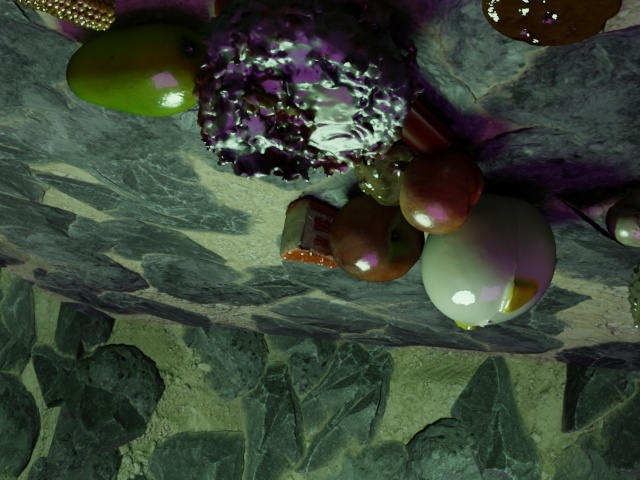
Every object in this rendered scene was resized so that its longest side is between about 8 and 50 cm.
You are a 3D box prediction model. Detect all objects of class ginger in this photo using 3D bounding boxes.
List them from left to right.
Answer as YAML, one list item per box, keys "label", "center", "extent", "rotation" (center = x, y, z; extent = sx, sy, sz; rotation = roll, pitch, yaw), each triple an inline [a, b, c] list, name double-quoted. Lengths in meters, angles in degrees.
- label: "ginger"
  center: [0.156, -0.164, 1.756]
  extent: [0.166, 0.080, 0.333]
  rotation: [-14, 146, 17]

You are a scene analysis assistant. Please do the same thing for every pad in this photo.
- label: "pad"
  center: [0.643, -0.044, 1.768]
  extent: [0.113, 0.006, 0.187]
  rotation: [21, -159, -32]

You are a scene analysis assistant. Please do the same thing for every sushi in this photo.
- label: "sushi"
  center: [-0.021, -0.262, 1.288]
  extent: [0.418, 0.175, 0.417]
  rotation: [3, 143, 2]

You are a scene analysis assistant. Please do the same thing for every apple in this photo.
- label: "apple"
  center: [0.272, -0.110, 1.657]
  extent: [0.164, 0.209, 0.209]
  rotation: [18, 163, 20]

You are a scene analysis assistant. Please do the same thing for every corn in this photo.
- label: "corn"
  center: [-0.495, -0.447, 1.236]
  extent: [0.318, 0.115, 0.115]
  rotation: [18, 158, -23]

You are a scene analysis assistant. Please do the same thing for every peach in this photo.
- label: "peach"
  center: [0.142, -0.002, 1.969]
  extent: [0.253, 0.252, 0.252]
  rotation: [8, 160, 3]

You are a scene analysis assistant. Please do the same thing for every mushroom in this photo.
- label: "mushroom"
  center: [0.740, -0.055, 1.696]
  extent: [0.166, 0.166, 0.127]
  rotation: [-4, 118, 33]

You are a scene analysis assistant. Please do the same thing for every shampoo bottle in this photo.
- label: "shampoo bottle"
  center: [0.167, -0.260, 1.501]
  extent: [0.102, 0.064, 0.260]
  rotation: [-9, 153, 39]

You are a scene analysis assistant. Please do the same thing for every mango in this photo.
- label: "mango"
  center: [-0.356, -0.324, 1.436]
  extent: [0.343, 0.155, 0.192]
  rotation: [1, 150, 30]

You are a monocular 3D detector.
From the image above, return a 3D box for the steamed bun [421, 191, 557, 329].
- label: "steamed bun"
  center: [0.414, 0.049, 1.849]
  extent: [0.334, 0.333, 0.374]
  rotation: [13, 160, -9]

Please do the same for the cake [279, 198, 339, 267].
- label: "cake"
  center: [0.000, 0.000, 2.140]
  extent: [0.262, 0.158, 0.160]
  rotation: [24, 159, -38]

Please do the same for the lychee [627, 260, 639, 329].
- label: "lychee"
  center: [0.962, 0.140, 1.795]
  extent: [0.381, 0.432, 0.380]
  rotation: [-19, 142, -15]

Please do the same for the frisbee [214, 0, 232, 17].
- label: "frisbee"
  center: [-0.097, -0.387, 1.324]
  extent: [0.192, 0.035, 0.192]
  rotation: [9, 159, 3]

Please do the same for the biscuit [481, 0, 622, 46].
- label: "biscuit"
  center: [0.359, -0.372, 1.161]
  extent: [0.212, 0.036, 0.212]
  rotation: [9, 159, 3]
